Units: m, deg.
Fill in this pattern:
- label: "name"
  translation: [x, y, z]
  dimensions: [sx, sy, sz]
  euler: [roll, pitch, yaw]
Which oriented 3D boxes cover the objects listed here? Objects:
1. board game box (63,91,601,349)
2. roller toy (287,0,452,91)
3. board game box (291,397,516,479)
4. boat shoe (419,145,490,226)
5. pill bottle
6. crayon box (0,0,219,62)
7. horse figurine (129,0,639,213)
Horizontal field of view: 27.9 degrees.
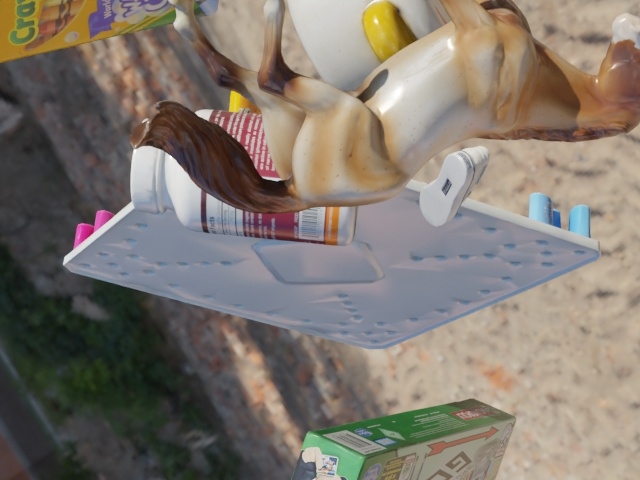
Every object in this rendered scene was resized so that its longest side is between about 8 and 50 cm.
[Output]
- label: "board game box"
  translation: [0.000, 0.000, 1.250]
  dimensions: [0.390, 0.389, 0.050]
  euler: [-30, 50, 54]
- label: "roller toy"
  translation: [0.066, -0.239, 1.300]
  dimensions: [0.209, 0.146, 0.191]
  euler: [8, -119, -64]
- label: "board game box"
  translation: [0.043, 0.230, 0.939]
  dimensions: [0.046, 0.214, 0.317]
  euler: [21, -173, 25]
- label: "boat shoe"
  translation: [0.109, -0.045, 1.028]
  dimensions: [0.035, 0.035, 0.100]
  euler: [57, 154, 19]
- label: "pill bottle"
  translation: [-0.049, -0.045, 0.883]
  dimensions: [0.086, 0.152, 0.086]
  euler: [6, -90, -87]
- label: "crayon box"
  translation: [-0.254, -0.303, 1.365]
  dimensions: [0.083, 0.322, 0.203]
  euler: [61, 154, 25]
- label: "horse figurine"
  translation: [0.035, -0.086, 0.654]
  dimensions: [0.174, 0.263, 0.066]
  euler: [63, 176, -26]
